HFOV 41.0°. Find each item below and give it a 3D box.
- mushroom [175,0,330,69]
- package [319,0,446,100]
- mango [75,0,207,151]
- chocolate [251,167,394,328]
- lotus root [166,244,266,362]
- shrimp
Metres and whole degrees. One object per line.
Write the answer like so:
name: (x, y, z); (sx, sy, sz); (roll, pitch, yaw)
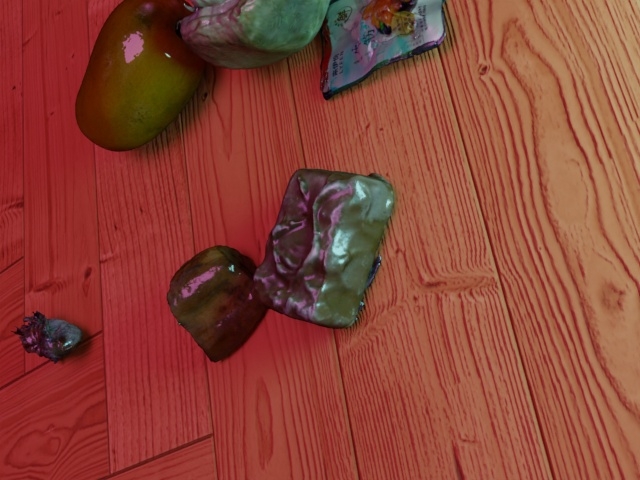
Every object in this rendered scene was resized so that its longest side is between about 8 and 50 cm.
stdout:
mushroom: (-0.075, -0.343, 1.235); (0.267, 0.189, 0.164); (-43, 51, 10)
package: (0.078, -0.300, 1.179); (0.232, 0.040, 0.166); (-14, 65, 43)
mango: (-0.311, -0.275, 1.446); (0.317, 0.173, 0.211); (-45, 50, 32)
chocolate: (0.000, 0.000, 1.119); (0.148, 0.093, 0.214); (13, 86, 43)
lotus root: (-0.155, 0.074, 1.242); (0.135, 0.095, 0.159); (-41, 58, 22)
shrimp: (-0.503, 0.176, 1.545); (0.233, 0.079, 0.090); (0, 115, 46)
